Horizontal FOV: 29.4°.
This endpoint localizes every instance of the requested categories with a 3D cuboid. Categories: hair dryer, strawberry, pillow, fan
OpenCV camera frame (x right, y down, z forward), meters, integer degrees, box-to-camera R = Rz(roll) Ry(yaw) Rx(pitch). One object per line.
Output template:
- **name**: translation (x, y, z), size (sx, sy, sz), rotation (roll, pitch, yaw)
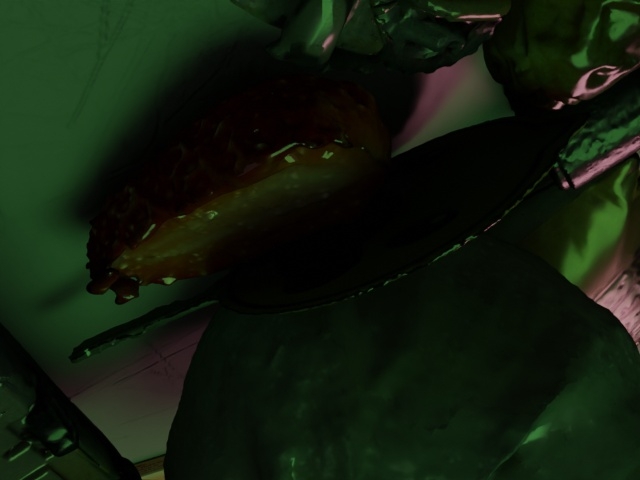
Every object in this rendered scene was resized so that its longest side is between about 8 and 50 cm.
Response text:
- **hair dryer**: translation (0.221, -0.091, 0.705), size (0.197, 0.089, 0.251), rotation (-32, -162, 9)
- **strawberry**: translation (-0.053, -0.036, 0.654), size (0.188, 0.082, 0.121), rotation (-24, 158, 20)
- **pillow**: translation (0.169, 0.064, 1.018), size (0.312, 0.119, 0.310), rotation (-37, 149, 15)
- **fan**: translation (0.000, 0.001, 0.704), size (0.335, 0.011, 0.229), rotation (-24, -165, 12)

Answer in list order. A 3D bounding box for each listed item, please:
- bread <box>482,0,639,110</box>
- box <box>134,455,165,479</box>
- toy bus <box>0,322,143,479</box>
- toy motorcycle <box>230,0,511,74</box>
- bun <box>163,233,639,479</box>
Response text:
- **bread**: translation (0.206, -0.170, 0.673), size (0.269, 0.098, 0.087), rotation (-37, 112, 12)
- **box**: translation (-0.139, 0.206, 1.063), size (0.093, 0.015, 0.058), rotation (-13, 148, -34)
- **toy bus**: translation (-0.189, 0.113, 0.708), size (0.112, 0.138, 0.317), rotation (-32, 154, -11)
- **toy motorcycle**: translation (0.023, -0.138, 0.518), size (0.229, 0.094, 0.130), rotation (15, 130, -46)
- **bun**: translation (0.068, 0.167, 0.824), size (0.362, 0.362, 0.211), rotation (-35, -165, 9)
